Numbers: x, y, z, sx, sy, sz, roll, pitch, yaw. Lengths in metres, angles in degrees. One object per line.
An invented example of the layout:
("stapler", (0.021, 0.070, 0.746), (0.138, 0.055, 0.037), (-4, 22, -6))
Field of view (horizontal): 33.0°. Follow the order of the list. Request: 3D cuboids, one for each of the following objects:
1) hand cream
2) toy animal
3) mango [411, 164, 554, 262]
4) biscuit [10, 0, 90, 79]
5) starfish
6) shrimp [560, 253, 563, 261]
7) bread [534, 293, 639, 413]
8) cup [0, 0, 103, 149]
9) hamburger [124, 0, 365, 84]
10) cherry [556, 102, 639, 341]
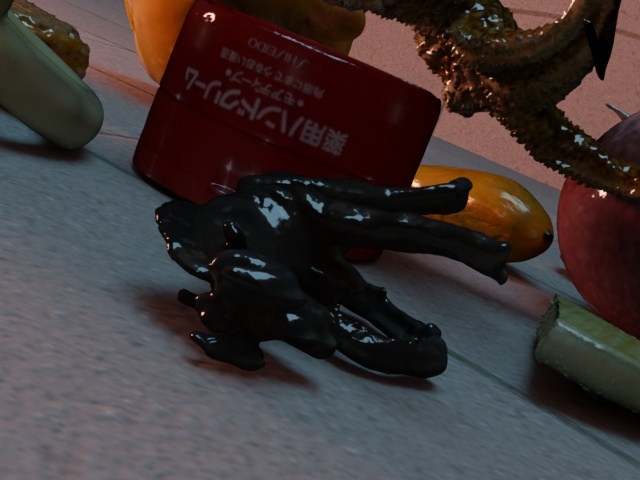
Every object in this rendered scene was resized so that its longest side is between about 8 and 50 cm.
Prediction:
("hand cream", (-0.022, -0.077, 0.744), (0.193, 0.125, 0.193), (20, 9, -3))
("toy animal", (0.000, 0.000, 0.508), (0.148, 0.084, 0.233), (20, 14, -5))
("mango", (0.140, -0.027, 0.981), (0.098, 0.075, 0.190), (22, 2, -37))
("biscuit", (-0.355, -0.231, 1.025), (0.378, 0.054, 0.094), (30, 14, 37))
("starfish", (0.102, -0.147, 0.733), (0.312, 0.113, 0.303), (35, 5, -25))
("shrimp", (0.372, 0.062, 1.050), (0.294, 0.062, 0.154), (27, 4, 30))
("bread", (0.177, 0.077, 0.626), (0.112, 0.036, 0.193), (29, 8, 9))
("cup", (-0.254, -0.148, 0.648), (0.173, 0.255, 0.202), (-25, 24, -11))
("hamburger", (-0.077, -0.250, 1.155), (0.276, 0.276, 0.237), (17, 19, -26))
("cherry", (0.307, -0.013, 0.836), (0.285, 0.236, 0.213), (57, -2, 37))
